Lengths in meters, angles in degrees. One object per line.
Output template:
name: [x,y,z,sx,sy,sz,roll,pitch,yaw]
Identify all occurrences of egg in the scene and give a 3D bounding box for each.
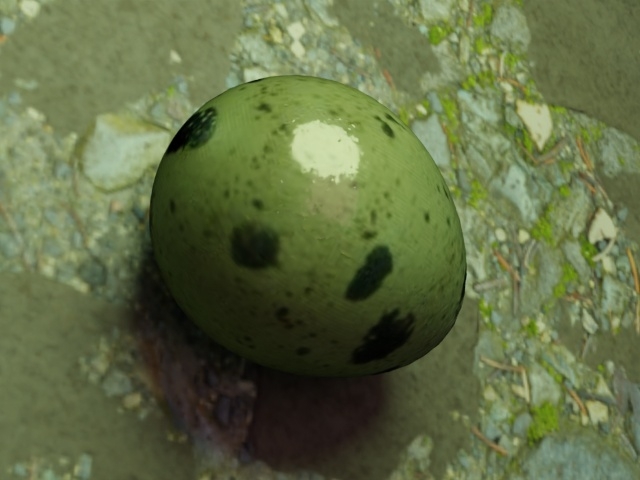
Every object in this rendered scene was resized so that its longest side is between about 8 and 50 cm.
egg: [0.000,0.000,0.756,0.228,0.177,0.177,39,52,-33]
